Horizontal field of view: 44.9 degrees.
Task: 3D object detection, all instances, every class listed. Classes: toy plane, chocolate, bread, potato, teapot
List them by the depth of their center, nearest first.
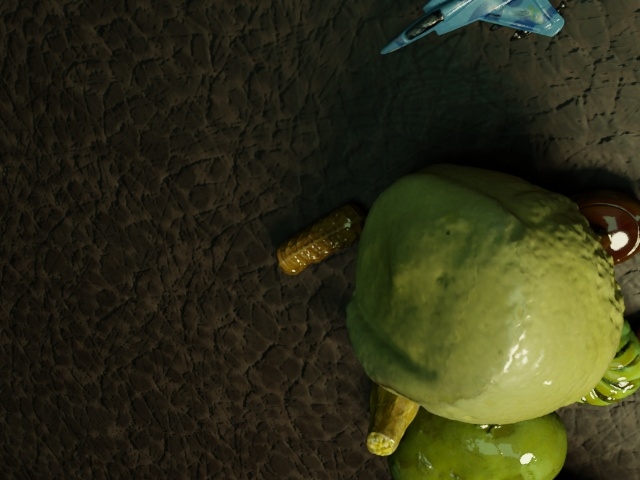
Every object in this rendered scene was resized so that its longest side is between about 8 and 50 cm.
[{"bbox_3d":[0.171,-0.274,0.865,0.246,0.078,0.169,-27,102,37],"label":"toy plane"},{"bbox_3d":[0.185,0.062,0.904,0.320,0.237,0.320,6,98,50],"label":"bread"},{"bbox_3d":[0.333,-0.010,0.919,0.129,0.078,0.098,-8,111,26],"label":"teapot"},{"bbox_3d":[0.335,0.137,0.970,0.130,0.071,0.139,-18,79,42],"label":"bread"},{"bbox_3d":[0.100,0.201,1.036,0.086,0.219,0.085,8,117,15],"label":"chocolate"},{"bbox_3d":[0.212,0.279,1.065,0.253,0.148,0.186,-10,106,29],"label":"potato"},{"bbox_3d":[0.000,0.000,1.084,0.157,0.044,0.052,-30,105,32],"label":"bread"}]

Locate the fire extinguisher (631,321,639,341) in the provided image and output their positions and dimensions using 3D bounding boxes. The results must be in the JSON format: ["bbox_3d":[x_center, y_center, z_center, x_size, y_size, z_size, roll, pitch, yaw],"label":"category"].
[{"bbox_3d":[0.398,0.141,0.996,0.049,0.035,0.173,19,129,-32],"label":"fire extinguisher"}]
